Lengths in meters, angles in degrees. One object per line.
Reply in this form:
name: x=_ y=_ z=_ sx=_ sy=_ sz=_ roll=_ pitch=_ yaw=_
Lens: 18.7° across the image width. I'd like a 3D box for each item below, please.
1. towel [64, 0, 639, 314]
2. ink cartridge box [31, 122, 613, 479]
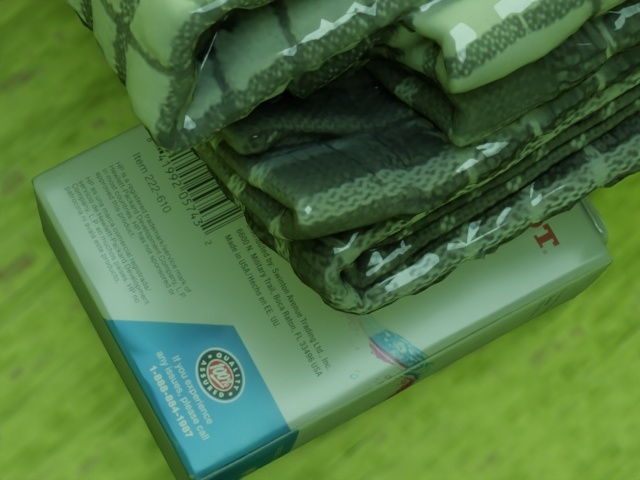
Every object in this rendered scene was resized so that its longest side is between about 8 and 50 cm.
towel: x=0.049 y=-0.127 z=0.474 sx=0.284 sy=0.121 sz=0.235 roll=-28 pitch=53 yaw=-12
ink cartridge box: x=0.000 y=0.000 z=0.505 sx=0.122 sy=0.052 sz=0.088 roll=-27 pitch=78 yaw=-10
